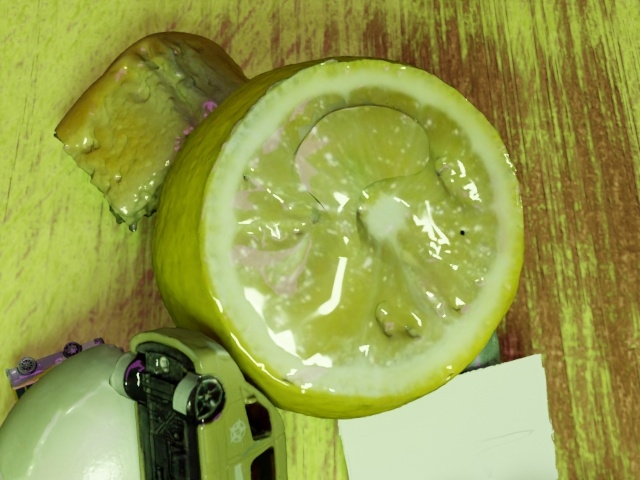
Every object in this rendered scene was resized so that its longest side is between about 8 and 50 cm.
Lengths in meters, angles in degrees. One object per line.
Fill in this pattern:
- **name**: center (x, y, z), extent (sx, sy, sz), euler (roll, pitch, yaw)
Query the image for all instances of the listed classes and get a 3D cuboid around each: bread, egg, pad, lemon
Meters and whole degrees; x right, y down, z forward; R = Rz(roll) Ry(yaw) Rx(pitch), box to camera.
- **bread**: center (-0.163, -0.147, 1.073), extent (0.262, 0.163, 0.204), euler (-25, 57, -33)
- **egg**: center (-0.214, 0.211, 0.874), extent (0.183, 0.183, 0.217), euler (32, 82, 9)
- **pad**: center (0.137, 0.214, 0.964), extent (0.232, 0.004, 0.157), euler (-14, 102, -14)
- **lemon**: center (0.000, 0.000, 0.928), extent (0.364, 0.364, 0.364), euler (3, 63, -6)

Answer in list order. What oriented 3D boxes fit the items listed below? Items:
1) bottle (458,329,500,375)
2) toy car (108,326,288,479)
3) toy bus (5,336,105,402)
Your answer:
- **bottle**: center (0.143, 0.035, 1.060), extent (0.083, 0.083, 0.270), euler (-3, 63, -9)
- **toy car**: center (-0.091, 0.191, 0.789), extent (0.101, 0.257, 0.124), euler (9, 17, 41)
- **toy bus**: center (-0.267, 0.144, 0.970), extent (0.102, 0.052, 0.058), euler (-18, 67, -15)
